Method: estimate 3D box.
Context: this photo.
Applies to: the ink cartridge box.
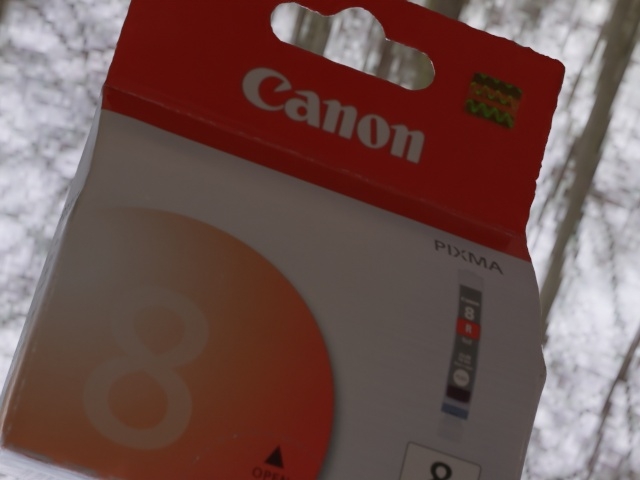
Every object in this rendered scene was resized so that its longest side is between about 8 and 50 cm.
[{"bbox_3d":[0.000,0.000,0.489,0.145,0.179,0.045,20,165,-14],"label":"ink cartridge box"}]
